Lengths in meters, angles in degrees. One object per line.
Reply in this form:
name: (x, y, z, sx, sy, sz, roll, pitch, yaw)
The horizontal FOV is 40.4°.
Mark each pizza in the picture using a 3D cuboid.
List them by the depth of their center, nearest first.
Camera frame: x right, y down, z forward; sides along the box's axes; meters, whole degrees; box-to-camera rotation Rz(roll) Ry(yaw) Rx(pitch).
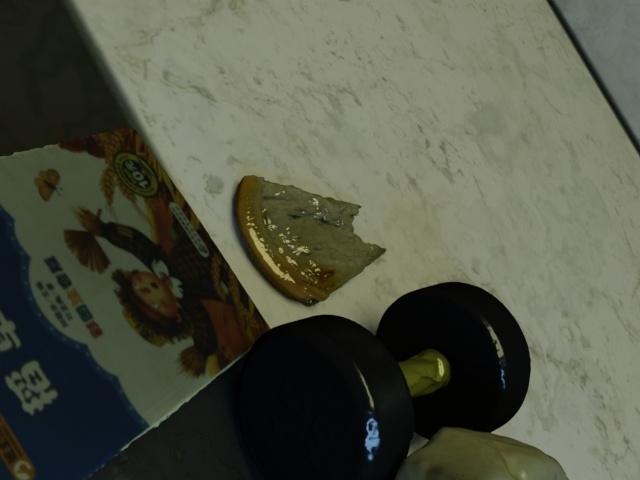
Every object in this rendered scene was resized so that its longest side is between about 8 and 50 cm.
pizza: (0.000, 0.000, 1.164, 0.262, 0.034, 0.181, 2, 64, -44)

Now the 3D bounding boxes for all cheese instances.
cheese: (0.152, 0.349, 0.916, 0.318, 0.115, 0.326, -41, 128, -28)

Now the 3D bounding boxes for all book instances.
book: (-0.232, 0.048, 0.845, 0.300, 0.039, 0.428, 57, 29, 0)

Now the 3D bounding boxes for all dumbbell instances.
dumbbell: (0.082, 0.167, 1.010, 0.323, 0.204, 0.203, -10, 73, -47)
